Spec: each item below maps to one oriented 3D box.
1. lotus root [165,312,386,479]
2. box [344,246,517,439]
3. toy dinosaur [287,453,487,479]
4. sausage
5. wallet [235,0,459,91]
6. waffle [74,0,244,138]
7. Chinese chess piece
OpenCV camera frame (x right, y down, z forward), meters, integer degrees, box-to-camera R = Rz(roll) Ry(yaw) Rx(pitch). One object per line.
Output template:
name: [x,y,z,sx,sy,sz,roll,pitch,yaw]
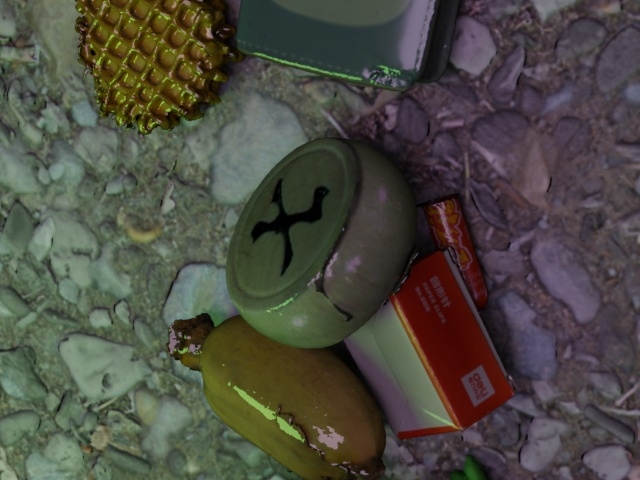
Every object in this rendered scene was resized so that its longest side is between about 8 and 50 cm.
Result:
lotus root: [-0.036,0.166,1.491,0.303,0.131,0.146,32,140,31]
box: [0.108,0.111,1.444,0.133,0.099,0.182,-27,92,56]
toy dinosaur: [0.075,0.360,1.360,0.375,0.500,0.143,-4,111,-25]
sausage: [0.147,0.022,1.456,0.050,0.048,0.145,-20,98,-16]
wallet: [0.051,-0.345,1.392,0.252,0.083,0.360,18,108,21]
waffle: [-0.188,-0.220,1.512,0.197,0.070,0.193,-19,95,25]
Chinese chess piece: [0.000,0.000,1.411,0.092,0.237,0.238,33,117,-31]
